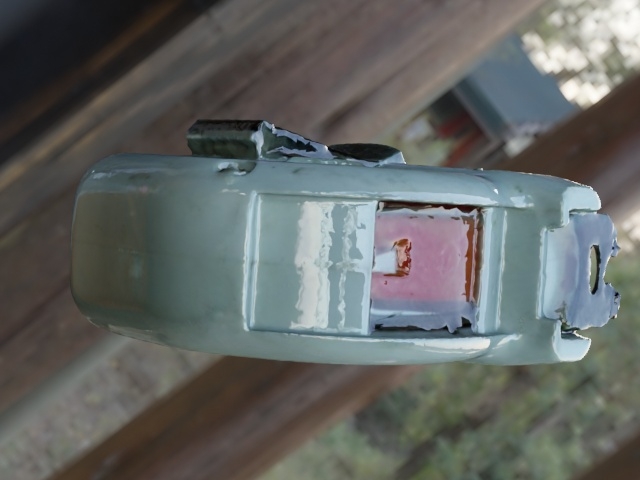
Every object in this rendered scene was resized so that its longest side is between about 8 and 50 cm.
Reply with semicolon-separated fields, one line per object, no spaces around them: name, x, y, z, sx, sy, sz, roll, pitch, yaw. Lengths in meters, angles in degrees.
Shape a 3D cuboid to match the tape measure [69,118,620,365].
tape measure;0.001;0.000;1.044;0.246;0.125;0.243;4;0;-45
